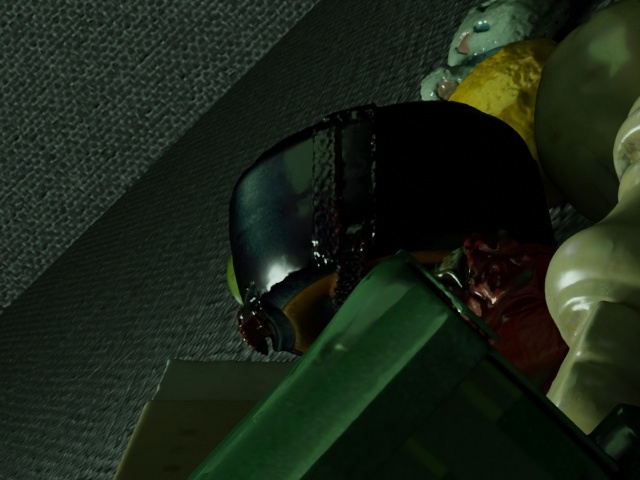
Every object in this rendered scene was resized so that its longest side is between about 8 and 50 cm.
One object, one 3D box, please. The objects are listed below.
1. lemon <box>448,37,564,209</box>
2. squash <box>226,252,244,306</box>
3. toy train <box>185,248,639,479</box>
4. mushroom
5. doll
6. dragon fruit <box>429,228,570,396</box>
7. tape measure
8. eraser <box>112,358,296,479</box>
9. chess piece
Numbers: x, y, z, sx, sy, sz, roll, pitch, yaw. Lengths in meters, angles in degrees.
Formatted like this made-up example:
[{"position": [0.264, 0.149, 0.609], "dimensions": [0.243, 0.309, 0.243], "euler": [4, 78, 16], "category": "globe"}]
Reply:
[{"position": [0.141, -0.075, 1.360], "dimensions": [0.155, 0.114, 0.114], "euler": [-49, 11, 17], "category": "lemon"}, {"position": [0.000, 0.000, 1.687], "dimensions": [0.094, 0.094, 0.341], "euler": [-53, 10, -24], "category": "squash"}, {"position": [0.017, 0.162, 0.825], "dimensions": [0.301, 0.202, 0.120], "euler": [-47, 16, 1], "category": "toy train"}, {"position": [0.194, -0.080, 1.184], "dimensions": [0.112, 0.148, 0.148], "euler": [-7, -14, -33], "category": "mushroom"}, {"position": [0.169, -0.183, 1.715], "dimensions": [0.103, 0.071, 0.214], "euler": [-4, 34, 52], "category": "doll"}, {"position": [0.094, 0.064, 1.078], "dimensions": [0.130, 0.121, 0.142], "euler": [-16, -43, -44], "category": "dragon fruit"}, {"position": [0.047, 0.003, 1.208], "dimensions": [0.202, 0.223, 0.135], "euler": [-20, 66, 21], "category": "tape measure"}, {"position": [-0.060, 0.179, 1.178], "dimensions": [0.144, 0.078, 0.343], "euler": [-1, 24, 8], "category": "eraser"}, {"position": [0.205, -0.041, 1.023], "dimensions": [0.117, 0.117, 0.397], "euler": [-31, 21, 54], "category": "chess piece"}]
